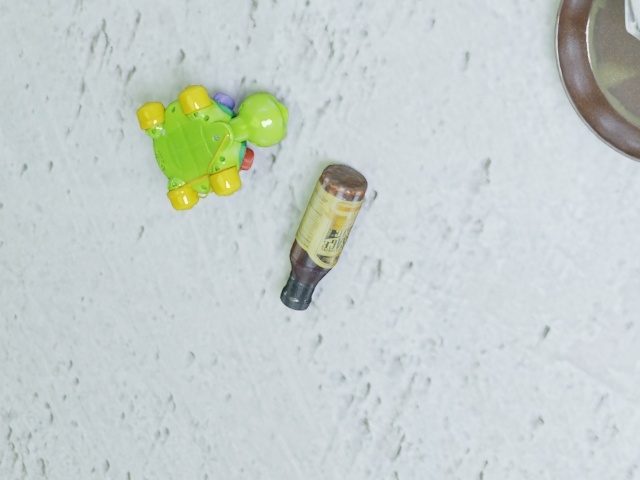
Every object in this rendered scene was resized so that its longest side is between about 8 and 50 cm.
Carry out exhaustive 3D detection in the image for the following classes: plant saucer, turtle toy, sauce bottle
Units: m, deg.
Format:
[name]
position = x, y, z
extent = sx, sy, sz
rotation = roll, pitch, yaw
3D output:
[plant saucer]
position = 0.239, -0.133, 0.951
extent = 0.168, 0.029, 0.168
rotation = 12, 112, 32
[turtle toy]
position = -0.085, -0.084, 1.167
extent = 0.130, 0.066, 0.095
rotation = -16, 97, 36
[sauce bottle]
position = 0.000, 0.000, 1.152
extent = 0.042, 0.042, 0.128
rotation = 35, 124, 21

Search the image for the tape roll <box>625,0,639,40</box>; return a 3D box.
[tape roll]
position = 0.346, -0.181, 0.733
extent = 0.392, 0.072, 0.392
rotation = -12, 71, 38
